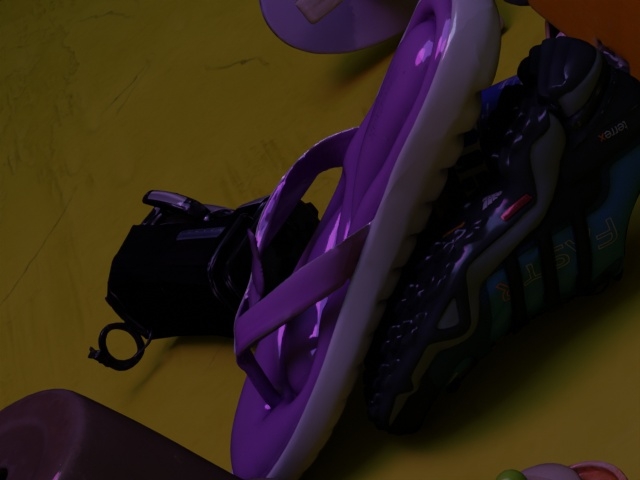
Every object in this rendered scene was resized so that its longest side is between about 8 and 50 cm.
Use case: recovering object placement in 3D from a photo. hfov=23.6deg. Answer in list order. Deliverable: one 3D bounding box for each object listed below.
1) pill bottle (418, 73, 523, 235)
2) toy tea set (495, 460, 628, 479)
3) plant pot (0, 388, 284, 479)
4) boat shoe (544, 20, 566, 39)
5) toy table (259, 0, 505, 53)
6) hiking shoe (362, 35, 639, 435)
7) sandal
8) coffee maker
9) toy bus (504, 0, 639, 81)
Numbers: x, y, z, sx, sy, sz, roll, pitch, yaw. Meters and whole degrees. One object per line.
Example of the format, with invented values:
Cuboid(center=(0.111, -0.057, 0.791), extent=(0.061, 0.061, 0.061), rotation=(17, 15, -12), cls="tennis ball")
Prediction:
Cuboid(center=(0.120, -0.052, 1.154), extent=(0.186, 0.112, 0.112), rotation=(-23, 32, 34), cls="pill bottle")
Cuboid(center=(0.113, 0.230, 0.733), extent=(0.200, 0.124, 0.336), rotation=(-37, 27, 11), cls="toy tea set")
Cuboid(center=(-0.129, 0.218, 0.960), extent=(0.263, 0.229, 0.263), rotation=(-30, 29, 19), cls="plant pot")
Cuboid(center=(0.210, -0.149, 1.236), extent=(0.063, 0.059, 0.170), rotation=(-34, 28, 15), cls="boat shoe")
Cuboid(center=(0.069, -0.290, 1.468), extent=(0.274, 0.252, 0.161), rotation=(-52, 10, -1), cls="toy table")
Cuboid(center=(0.138, 0.020, 1.028), extent=(0.304, 0.132, 0.113), rotation=(-59, 15, 19), cls="hiking shoe")
Cuboid(center=(-0.002, -0.006, 1.083), extent=(0.169, 0.102, 0.416), rotation=(-104, 36, -66), cls="sandal")
Cuboid(center=(-0.094, 0.041, 1.325), extent=(0.178, 0.120, 0.171), rotation=(-1, 71, 54), cls="coffee maker")
Cuboid(center=(0.240, -0.206, 1.155), extent=(0.130, 0.108, 0.333), rotation=(-14, 31, -12), cls="toy bus")
